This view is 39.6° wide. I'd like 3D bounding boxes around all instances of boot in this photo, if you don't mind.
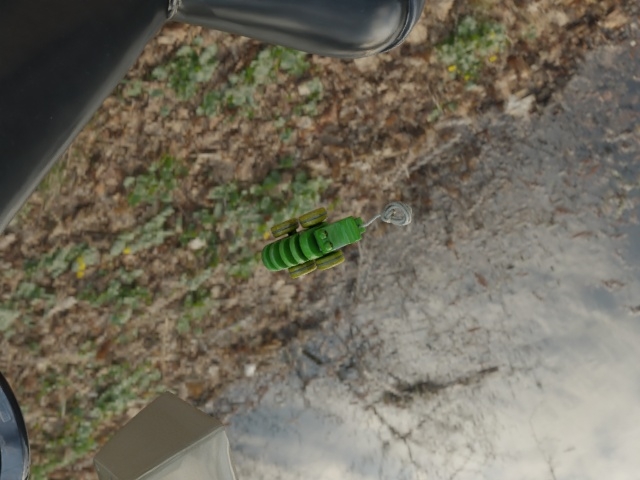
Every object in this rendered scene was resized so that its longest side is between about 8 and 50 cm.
[{"bbox_3d":[-0.164,-0.137,0.689,0.366,0.445,0.146,25,142,11],"label":"boot"}]

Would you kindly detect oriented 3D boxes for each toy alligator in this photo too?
[{"bbox_3d":[0.000,0.000,0.854,0.189,0.051,0.056,-18,97,40],"label":"toy alligator"}]

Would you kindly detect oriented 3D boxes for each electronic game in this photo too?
[{"bbox_3d":[-0.462,0.248,1.185,0.048,0.229,0.229,-19,152,-50],"label":"electronic game"}]

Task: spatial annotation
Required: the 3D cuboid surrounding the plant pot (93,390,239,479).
[{"bbox_3d":[-0.144,0.220,0.820,0.096,0.109,0.109,-25,114,-33],"label":"plant pot"}]
